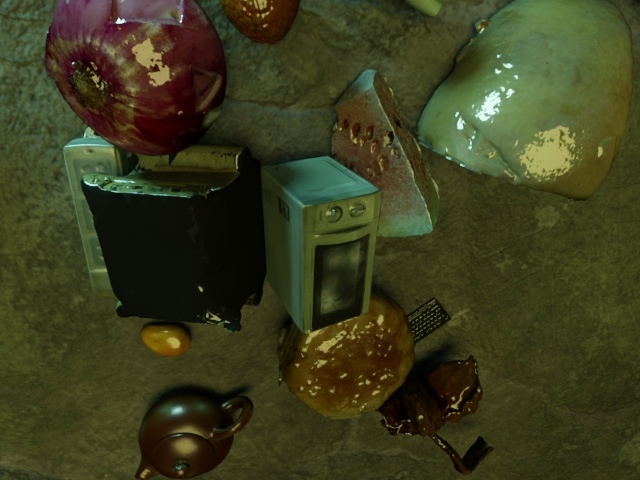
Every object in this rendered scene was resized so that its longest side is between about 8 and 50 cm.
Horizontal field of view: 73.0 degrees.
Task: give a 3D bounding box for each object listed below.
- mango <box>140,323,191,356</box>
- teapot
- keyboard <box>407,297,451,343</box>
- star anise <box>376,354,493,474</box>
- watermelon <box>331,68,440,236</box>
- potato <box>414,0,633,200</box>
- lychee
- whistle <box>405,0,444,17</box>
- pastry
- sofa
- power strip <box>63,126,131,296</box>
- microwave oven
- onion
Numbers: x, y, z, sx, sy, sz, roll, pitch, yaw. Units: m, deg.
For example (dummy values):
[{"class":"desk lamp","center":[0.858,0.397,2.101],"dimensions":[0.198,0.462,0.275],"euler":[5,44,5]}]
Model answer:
[{"class":"mango","center":[-0.274,0.173,0.765],"dimensions":[0.089,0.046,0.060],"euler":[19,109,-2]},{"class":"teapot","center":[-0.235,0.375,0.815],"dimensions":[0.252,0.135,0.178],"euler":[-29,119,7]},{"class":"keyboard","center":[0.158,0.192,0.849],"dimensions":[0.202,0.011,0.067],"euler":[-37,113,10]},{"class":"star anise","center":[0.242,0.344,0.852],"dimensions":[0.237,0.148,0.346],"euler":[-36,121,12]},{"class":"watermelon","center":[0.085,-0.129,0.655],"dimensions":[0.154,0.094,0.241],"euler":[-5,114,26]},{"class":"potato","center":[0.284,-0.215,0.576],"dimensions":[0.211,0.189,0.264],"euler":[12,113,-13]},{"class":"lychee","center":[-0.074,-0.314,0.538],"dimensions":[0.114,0.140,0.101],"euler":[-9,155,-24]},{"class":"whistle","center":[0.050,-0.363,0.521],"dimensions":[0.253,0.106,0.102],"euler":[35,82,-15]},{"class":"pastry","center":[0.046,0.190,0.772],"dimensions":[0.235,0.121,0.257],"euler":[13,104,-17]},{"class":"sofa","center":[-0.192,-0.012,0.644],"dimensions":[0.200,0.182,0.258],"euler":[3,118,9]},{"class":"power strip","center":[-0.321,-0.031,0.656],"dimensions":[0.078,0.052,0.272],"euler":[-1,115,-7]},{"class":"microwave oven","center":[0.000,0.000,0.628],"dimensions":[0.129,0.163,0.205],"euler":[-13,124,-23]},{"class":"onion","center":[-0.203,-0.195,0.516],"dimensions":[0.200,0.201,0.207],"euler":[38,108,-22]}]
